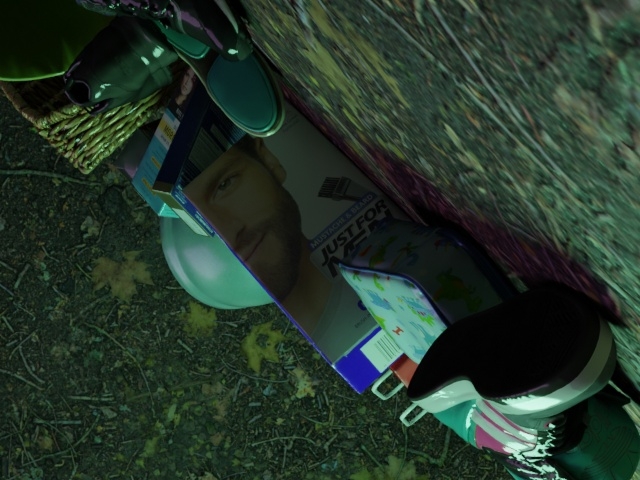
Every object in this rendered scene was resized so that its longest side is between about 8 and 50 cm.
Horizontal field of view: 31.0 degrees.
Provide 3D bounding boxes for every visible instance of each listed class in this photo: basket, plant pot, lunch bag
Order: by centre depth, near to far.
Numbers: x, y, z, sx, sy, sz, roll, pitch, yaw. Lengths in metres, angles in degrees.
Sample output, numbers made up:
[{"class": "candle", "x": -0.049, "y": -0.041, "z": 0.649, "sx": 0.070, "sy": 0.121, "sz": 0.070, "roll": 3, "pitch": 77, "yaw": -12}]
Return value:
[{"class": "lunch bag", "x": 0.122, "y": 0.066, "z": 1.176, "sx": 0.176, "sy": 0.090, "sz": 0.219, "roll": 52, "pitch": 166, "yaw": -15}, {"class": "plant pot", "x": -0.387, "y": -0.404, "z": 1.472, "sx": 0.293, "sy": 0.275, "sz": 0.275, "roll": 65, "pitch": -176, "yaw": 22}, {"class": "basket", "x": -0.362, "y": -0.285, "z": 1.907, "sx": 0.223, "sy": 0.299, "sz": 0.213, "roll": 49, "pitch": 177, "yaw": -14}, {"class": "plant pot", "x": -0.091, "y": -0.029, "z": 1.908, "sx": 0.196, "sy": 0.293, "sz": 0.293, "roll": -1, "pitch": 137, "yaw": 50}]

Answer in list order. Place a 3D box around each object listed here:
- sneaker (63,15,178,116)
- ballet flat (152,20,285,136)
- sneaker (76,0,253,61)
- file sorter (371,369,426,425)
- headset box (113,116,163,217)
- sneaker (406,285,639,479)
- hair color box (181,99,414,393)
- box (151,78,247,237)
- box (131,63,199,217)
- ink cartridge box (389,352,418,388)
[{"class": "sneaker", "x": -0.254, "y": -0.210, "z": 1.408, "sx": 0.109, "sy": 0.130, "sz": 0.286, "roll": 49, "pitch": 174, "yaw": -4}, {"class": "ballet flat", "x": -0.115, "y": -0.222, "z": 1.395, "sx": 0.248, "sy": 0.086, "sz": 0.086, "roll": 49, "pitch": 178, "yaw": 15}, {"class": "sneaker", "x": -0.193, "y": -0.271, "z": 1.250, "sx": 0.283, "sy": 0.124, "sz": 0.107, "roll": 47, "pitch": 178, "yaw": 18}, {"class": "file sorter", "x": 0.116, "y": 0.153, "z": 1.913, "sx": 0.277, "sy": 0.173, "sz": 0.193, "roll": 47, "pitch": 178, "yaw": 16}, {"class": "headset box", "x": -0.212, "y": -0.127, "z": 2.096, "sx": 0.218, "sy": 0.110, "sz": 0.293, "roll": 48, "pitch": -141, "yaw": 8}, {"class": "sneaker", "x": 0.200, "y": 0.141, "z": 0.948, "sx": 0.178, "sy": 0.123, "sz": 0.295, "roll": 34, "pitch": 164, "yaw": -8}, {"class": "hair color box", "x": 0.000, "y": 0.000, "z": 1.416, "sx": 0.339, "sy": 0.185, "sz": 0.110, "roll": 46, "pitch": 176, "yaw": 35}, {"class": "box", "x": -0.143, "y": -0.133, "z": 1.547, "sx": 0.037, "sy": 0.225, "sz": 0.136, "roll": 13, "pitch": 160, "yaw": 26}, {"class": "box", "x": -0.203, "y": -0.161, "z": 1.799, "sx": 0.060, "sy": 0.244, "sz": 0.100, "roll": 6, "pitch": -148, "yaw": -45}, {"class": "ink cartridge box", "x": 0.112, "y": 0.089, "z": 1.435, "sx": 0.231, "sy": 0.134, "sz": 0.078, "roll": 46, "pitch": 177, "yaw": 34}]
